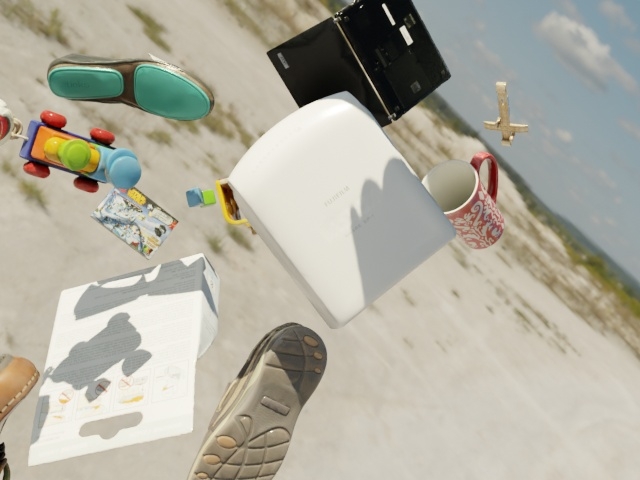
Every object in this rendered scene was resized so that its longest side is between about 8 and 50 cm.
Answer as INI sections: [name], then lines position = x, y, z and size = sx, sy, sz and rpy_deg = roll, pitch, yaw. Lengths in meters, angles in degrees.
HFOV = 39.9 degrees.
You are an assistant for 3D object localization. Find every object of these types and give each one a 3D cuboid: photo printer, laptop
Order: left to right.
[photo printer]
position = 0.026, -0.057, 1.365
size = 0.307, 0.256, 0.107
rpy_deg = 54, -6, -7
[laptop]
position = 0.079, -0.342, 1.707
size = 0.234, 0.264, 0.136
rpy_deg = 58, -23, -19

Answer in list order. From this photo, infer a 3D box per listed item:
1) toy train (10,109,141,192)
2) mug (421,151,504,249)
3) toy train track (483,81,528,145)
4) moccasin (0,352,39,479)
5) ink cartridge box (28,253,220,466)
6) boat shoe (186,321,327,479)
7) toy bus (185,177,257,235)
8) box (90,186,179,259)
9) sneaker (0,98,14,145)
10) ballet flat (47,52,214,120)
[toy train]
position = -0.402, -0.140, 1.335
size = 0.248, 0.105, 0.143
rpy_deg = 18, 1, -41
[mug]
position = 0.284, -0.068, 1.626
size = 0.169, 0.150, 0.113
rpy_deg = 42, 20, -48
[toy train track]
position = 0.191, -0.128, 0.919
size = 0.048, 0.014, 0.083
rpy_deg = 9, -40, 25
[moccasin]
position = -0.357, 0.275, 0.814
size = 0.147, 0.380, 0.139
rpy_deg = 30, 3, -7
[ink cartridge box]
position = -0.342, 0.222, 1.586
size = 0.091, 0.308, 0.385
rpy_deg = 64, 17, -46
[boat shoe]
position = -0.110, 0.297, 1.479
size = 0.132, 0.355, 0.130
rpy_deg = 34, -1, -16
[toy bus]
position = -0.117, -0.064, 1.578
size = 0.202, 0.191, 0.104
rpy_deg = -9, 82, -37
[box]
position = -0.348, -0.040, 1.655
size = 0.137, 0.094, 0.027
rpy_deg = 39, -14, -13
[sneaker]
position = -0.574, -0.127, 1.247
size = 0.107, 0.279, 0.118
rpy_deg = 60, 4, -16
[ballet flat]
position = -0.307, -0.268, 1.456
size = 0.280, 0.095, 0.096
rpy_deg = 11, 32, -1
